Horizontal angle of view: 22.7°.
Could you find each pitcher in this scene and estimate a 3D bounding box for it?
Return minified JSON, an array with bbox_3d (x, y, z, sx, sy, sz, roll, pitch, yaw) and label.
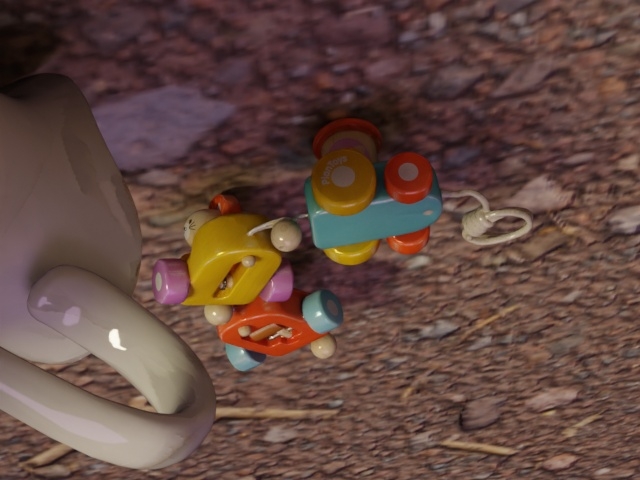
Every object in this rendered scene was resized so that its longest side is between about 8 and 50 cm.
[{"bbox_3d":[-0.133,-0.005,0.443,0.207,0.178,0.125,15,113,-52],"label":"pitcher"}]

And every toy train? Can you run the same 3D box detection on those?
[{"bbox_3d":[0.000,0.000,0.672,0.166,0.046,0.125,-30,150,33],"label":"toy train"}]
